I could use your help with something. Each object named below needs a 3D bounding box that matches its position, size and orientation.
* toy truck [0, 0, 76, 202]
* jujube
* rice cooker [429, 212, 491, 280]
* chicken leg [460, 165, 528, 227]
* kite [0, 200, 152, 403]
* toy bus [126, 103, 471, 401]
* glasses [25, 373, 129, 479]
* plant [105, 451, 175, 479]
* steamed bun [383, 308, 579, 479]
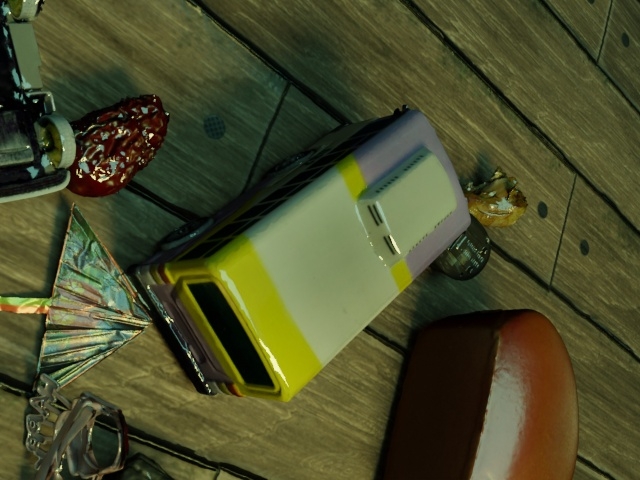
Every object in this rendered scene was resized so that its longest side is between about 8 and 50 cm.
[{"bbox_3d":[-0.377,-0.214,0.764,0.146,0.175,0.367,-16,96,-44],"label":"toy truck"},{"bbox_3d":[-0.253,-0.114,0.915,0.166,0.104,0.104,-38,109,-41],"label":"jujube"},{"bbox_3d":[0.215,-0.003,1.267,0.112,0.106,0.165,-52,129,-4],"label":"rice cooker"},{"bbox_3d":[0.297,-0.076,1.367,0.207,0.085,0.101,0,128,-32],"label":"chicken leg"},{"bbox_3d":[-0.289,0.075,0.898,0.183,0.014,0.241,8,86,-28],"label":"kite"},{"bbox_3d":[0.000,0.000,1.006,0.440,0.249,0.209,-38,109,-35],"label":"toy bus"},{"bbox_3d":[-0.291,0.271,0.794,0.095,0.162,0.255,17,71,-51],"label":"glasses"},{"bbox_3d":[-0.176,0.377,0.883,0.142,0.164,0.256,-35,96,-36],"label":"plant"},{"bbox_3d":[0.276,0.307,1.204,0.248,0.235,0.379,29,67,-30],"label":"steamed bun"}]
